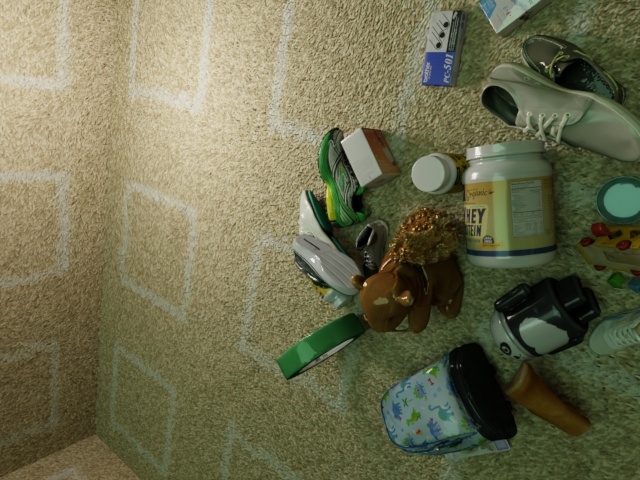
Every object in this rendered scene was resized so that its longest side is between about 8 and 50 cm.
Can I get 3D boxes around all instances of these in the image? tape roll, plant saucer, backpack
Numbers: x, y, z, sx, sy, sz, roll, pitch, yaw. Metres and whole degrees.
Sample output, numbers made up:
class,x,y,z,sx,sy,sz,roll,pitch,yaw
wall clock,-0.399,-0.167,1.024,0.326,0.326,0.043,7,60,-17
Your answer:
class,x,y,z,sx,sy,sz,roll,pitch,yaw
tape roll,0.003,0.369,1.649,0.321,0.321,0.077,-43,70,33
plant saucer,0.762,-0.101,1.189,0.119,0.021,0.119,7,102,36
backpack,0.361,0.518,1.459,0.355,0.273,0.290,-49,48,46

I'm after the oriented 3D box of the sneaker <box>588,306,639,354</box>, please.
class,x,y,z,sx,sy,sz,roll,pitch,yaw
sneaker,0.778,0.223,1.184,0.228,0.092,0.087,-43,73,35

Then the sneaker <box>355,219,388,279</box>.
class,x,y,z,sx,sy,sz,roll,pitch,yaw
sneaker,0.157,0.044,1.602,0.086,0.132,0.229,15,105,35

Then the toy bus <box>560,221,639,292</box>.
class,x,y,z,sx,sy,sz,roll,pitch,yaw
toy bus,0.739,0.013,1.172,0.104,0.191,0.202,-44,64,-13

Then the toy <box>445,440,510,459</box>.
class,x,y,z,sx,sy,sz,roll,pitch,yaw
toy,0.463,0.628,1.508,0.237,0.056,0.137,-33,76,36

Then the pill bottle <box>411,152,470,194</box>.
class,x,y,z,sx,sy,sz,roll,pitch,yaw
pill bottle,0.354,-0.193,1.368,0.119,0.208,0.119,7,102,36

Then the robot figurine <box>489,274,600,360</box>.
class,x,y,z,sx,sy,sz,roll,pitch,yaw
robot figurine,0.593,0.212,1.270,0.278,0.173,0.209,-42,69,33

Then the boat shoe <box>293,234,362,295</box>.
class,x,y,z,sx,sy,sz,roll,pitch,yaw
boat shoe,0.023,0.099,1.551,0.335,0.121,0.119,40,137,46

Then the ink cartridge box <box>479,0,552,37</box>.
class,x,y,z,sx,sy,sz,roll,pitch,yaw
ink cartridge box,0.534,-0.646,1.254,0.181,0.061,0.104,-33,77,35

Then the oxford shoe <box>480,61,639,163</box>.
class,x,y,z,sx,sy,sz,roll,pitch,yaw
oxford shoe,0.585,-0.303,1.179,0.130,0.169,0.449,-39,56,-11

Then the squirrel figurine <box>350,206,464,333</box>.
class,x,y,z,sx,sy,sz,roll,pitch,yaw
squirrel figurine,0.250,0.083,1.386,0.281,0.370,0.397,25,111,32

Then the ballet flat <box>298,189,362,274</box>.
class,x,y,z,sx,sy,sz,roll,pitch,yaw
ballet flat,0.000,0.000,1.688,0.139,0.139,0.400,-44,67,33

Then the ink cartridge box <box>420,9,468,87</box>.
class,x,y,z,sx,sy,sz,roll,pitch,yaw
ink cartridge box,0.366,-0.566,1.404,0.097,0.046,0.207,16,107,35

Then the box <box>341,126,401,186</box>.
class,x,y,z,sx,sy,sz,roll,pitch,yaw
box,0.166,-0.271,1.548,0.091,0.130,0.171,-30,79,37

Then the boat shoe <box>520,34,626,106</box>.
class,x,y,z,sx,sy,sz,roll,pitch,yaw
boat shoe,0.630,-0.429,1.195,0.305,0.091,0.109,48,122,21

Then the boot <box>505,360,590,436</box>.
class,x,y,z,sx,sy,sz,roll,pitch,yaw
boot,0.606,0.425,1.248,0.211,0.295,0.104,31,81,27

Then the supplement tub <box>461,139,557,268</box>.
class,x,y,z,sx,sy,sz,roll,pitch,yaw
supplement tub,0.498,-0.096,1.261,0.228,0.228,0.316,-2,96,37

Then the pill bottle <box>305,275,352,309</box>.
class,x,y,z,sx,sy,sz,roll,pitch,yaw
pill bottle,0.032,0.161,1.733,0.184,0.103,0.103,51,123,20

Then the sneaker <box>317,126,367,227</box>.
class,x,y,z,sx,sy,sz,roll,pitch,yaw
sneaker,0.090,-0.219,1.632,0.146,0.134,0.344,-6,103,31
